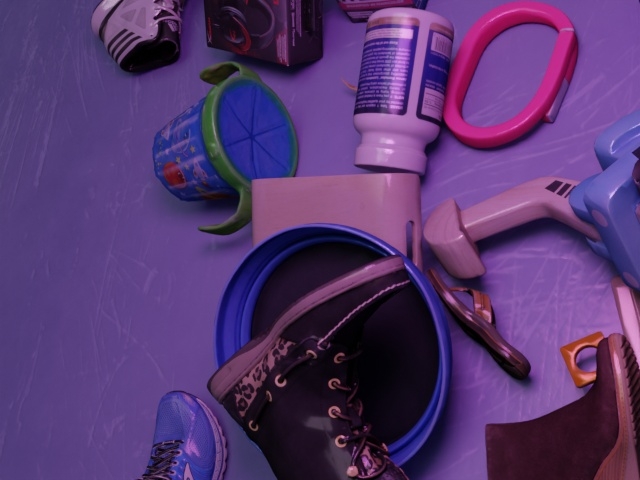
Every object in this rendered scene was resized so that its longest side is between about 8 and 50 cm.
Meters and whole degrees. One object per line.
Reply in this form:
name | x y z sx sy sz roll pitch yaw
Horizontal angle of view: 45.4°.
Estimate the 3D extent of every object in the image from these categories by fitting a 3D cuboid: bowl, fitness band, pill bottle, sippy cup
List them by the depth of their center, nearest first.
bowl | 0.016 0.167 1.159 0.391 0.077 0.391 2 95 28
pill bottle | 0.138 -0.250 1.320 0.153 0.153 0.265 9 89 35
fitness band | 0.323 -0.290 1.322 0.209 0.054 0.291 13 72 36
sippy cup | -0.200 -0.178 1.496 0.224 0.240 0.305 -13 36 37

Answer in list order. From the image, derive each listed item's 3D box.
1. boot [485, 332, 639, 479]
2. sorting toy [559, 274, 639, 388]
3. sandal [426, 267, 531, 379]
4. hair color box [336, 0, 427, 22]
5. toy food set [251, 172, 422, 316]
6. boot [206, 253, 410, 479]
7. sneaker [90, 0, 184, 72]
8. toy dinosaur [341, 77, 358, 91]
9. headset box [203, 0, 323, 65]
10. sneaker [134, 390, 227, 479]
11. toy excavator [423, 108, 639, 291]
boot | 0.308 0.245 0.990 0.207 0.090 0.248 -5 87 35
sorting toy | 0.494 0.114 1.007 0.347 0.047 0.196 -17 54 24
sandal | 0.241 0.114 1.139 0.060 0.090 0.219 -41 50 -4
hair color box | 0.064 -0.560 1.436 0.174 0.347 0.105 6 69 35
toy food set | 0.018 0.006 1.249 0.306 0.092 0.220 0 91 28
boot | 0.031 0.218 1.032 0.377 0.138 0.284 -40 74 28
sneaker | -0.347 -0.582 1.853 0.447 0.169 0.257 -44 59 15
toy dinosaur | 0.123 -0.277 1.453 0.183 0.053 0.093 -2 49 23
headset box | -0.112 -0.496 1.593 0.293 0.218 0.110 24 36 38
sneaker | -0.240 0.399 1.250 0.129 0.147 0.330 -21 55 21
toy excavator | 0.404 -0.054 1.059 0.433 0.222 0.445 -38 23 -5
